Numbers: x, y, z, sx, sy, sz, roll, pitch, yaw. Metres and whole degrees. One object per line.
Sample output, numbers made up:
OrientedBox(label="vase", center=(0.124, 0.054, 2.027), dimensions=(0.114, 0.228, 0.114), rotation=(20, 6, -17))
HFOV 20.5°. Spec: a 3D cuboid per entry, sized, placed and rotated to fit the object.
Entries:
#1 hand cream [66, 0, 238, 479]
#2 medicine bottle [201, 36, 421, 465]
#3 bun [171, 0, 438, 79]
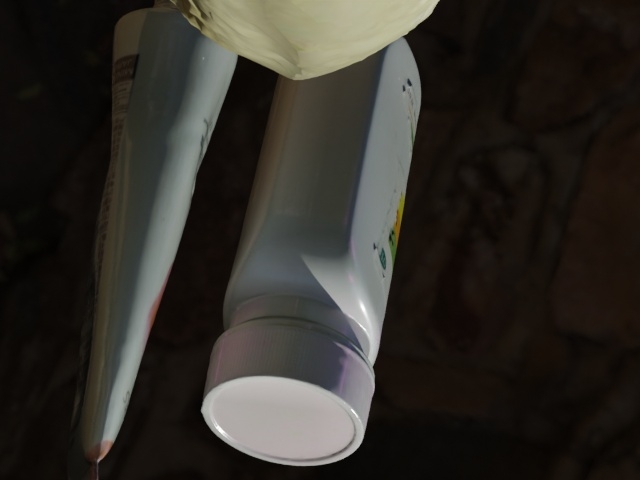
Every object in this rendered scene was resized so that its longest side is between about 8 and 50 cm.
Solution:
OrientedBox(label="hand cream", center=(-0.105, -0.007, 1.055), dimensions=(0.124, 0.078, 0.340), rotation=(132, -32, -70))
OrientedBox(label="medicine bottle", center=(0.000, 0.000, 1.199), dimensions=(0.161, 0.111, 0.296), rotation=(90, 11, -51))
OrientedBox(label="bun", center=(-0.041, -0.254, 0.718), dimensions=(0.202, 0.364, 0.364), rotation=(-34, 143, -8))
